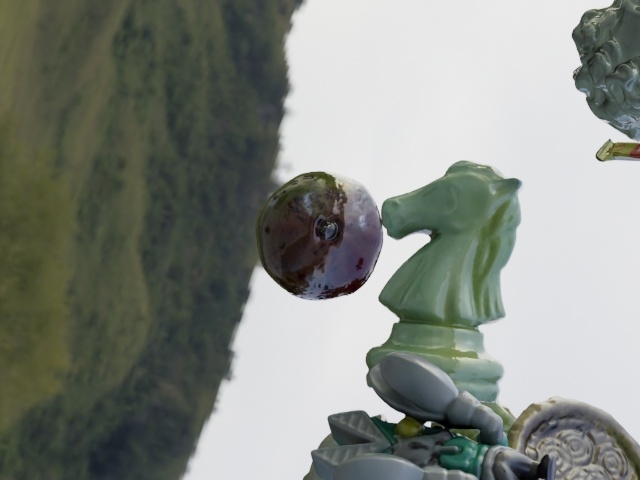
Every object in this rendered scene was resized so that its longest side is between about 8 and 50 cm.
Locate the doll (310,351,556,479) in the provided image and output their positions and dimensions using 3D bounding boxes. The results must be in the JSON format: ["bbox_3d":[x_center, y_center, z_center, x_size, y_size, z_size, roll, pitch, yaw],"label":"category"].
[{"bbox_3d":[0.116,0.216,1.444,0.195,0.258,0.153,-98,177,-54],"label":"doll"}]

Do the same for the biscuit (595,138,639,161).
[{"bbox_3d":[0.523,-0.121,1.879,0.292,0.026,0.048,5,-133,43],"label":"biscuit"}]

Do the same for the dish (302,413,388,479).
[{"bbox_3d":[0.045,0.351,1.670,0.256,0.117,0.256,-10,90,-83],"label":"dish"}]

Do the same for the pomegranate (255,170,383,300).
[{"bbox_3d":[-0.002,0.006,1.328,0.159,0.129,0.129,91,4,-56],"label":"pomegranate"}]

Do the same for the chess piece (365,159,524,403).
[{"bbox_3d":[0.152,0.047,1.637,0.176,0.176,0.298,177,-79,-69],"label":"chess piece"}]

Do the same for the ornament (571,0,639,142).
[{"bbox_3d":[0.241,-0.200,0.863,0.120,0.130,0.285,13,-93,38],"label":"ornament"}]

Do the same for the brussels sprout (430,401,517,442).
[{"bbox_3d":[0.225,0.284,1.920,0.122,0.151,0.149,-42,163,-1],"label":"brussels sprout"}]

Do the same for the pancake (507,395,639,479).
[{"bbox_3d":[0.316,0.290,1.625,0.029,0.212,0.235,-53,-169,46],"label":"pancake"}]
